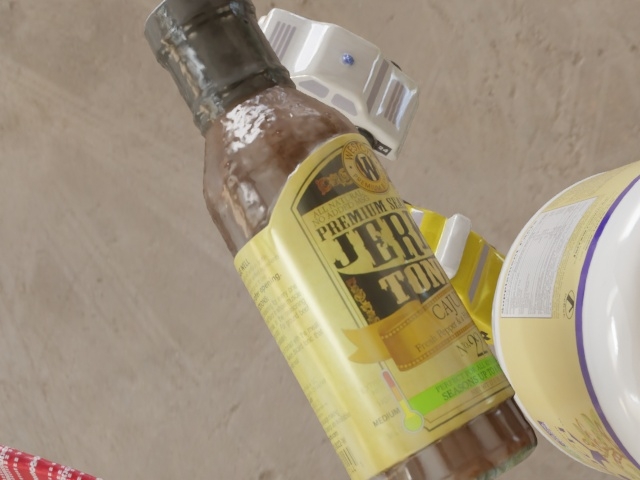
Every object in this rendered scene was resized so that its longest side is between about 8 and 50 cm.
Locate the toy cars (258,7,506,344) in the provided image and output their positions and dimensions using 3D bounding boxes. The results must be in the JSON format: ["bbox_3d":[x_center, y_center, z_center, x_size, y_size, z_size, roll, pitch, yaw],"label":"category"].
[{"bbox_3d":[0.065,-0.073,1.142,0.176,0.087,0.394,-22,78,-27],"label":"toy cars"}]

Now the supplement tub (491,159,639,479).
[{"bbox_3d":[0.258,0.058,0.838,0.241,0.331,0.241,0,86,-5],"label":"supplement tub"}]

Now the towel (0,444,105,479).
[{"bbox_3d":[-0.176,0.278,1.086,0.274,0.199,0.031,17,52,11],"label":"towel"}]

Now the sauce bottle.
[{"bbox_3d":[0.000,0.000,0.715,0.111,0.111,0.344,-28,80,-17],"label":"sauce bottle"}]
